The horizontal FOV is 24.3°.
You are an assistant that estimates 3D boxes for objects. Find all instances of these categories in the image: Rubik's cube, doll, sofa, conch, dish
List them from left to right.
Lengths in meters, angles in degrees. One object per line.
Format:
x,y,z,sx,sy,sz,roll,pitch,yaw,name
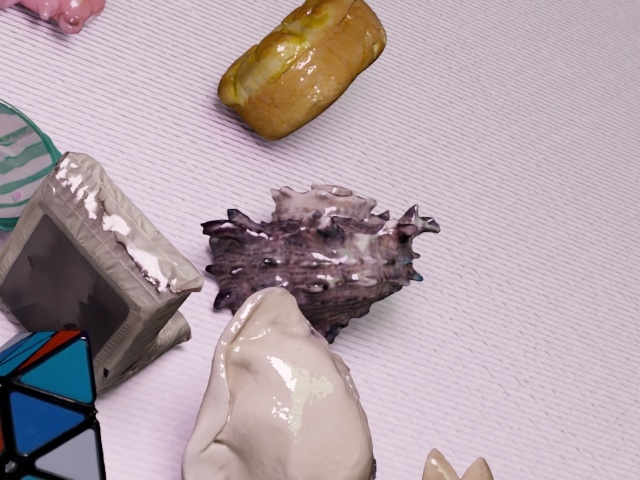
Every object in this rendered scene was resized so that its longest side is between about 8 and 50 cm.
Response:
-0.405,-0.090,1.684,0.224,0.078,0.246,-6,58,-42,dish
-0.297,0.133,1.506,0.284,0.250,0.234,19,24,-18,Rubik's cube
-0.364,-0.378,1.978,0.211,0.093,0.262,-11,61,-41,doll
-0.218,0.025,1.614,0.210,0.225,0.176,46,43,10,sofa
-0.006,0.003,1.858,0.313,0.186,0.241,-18,37,-28,conch

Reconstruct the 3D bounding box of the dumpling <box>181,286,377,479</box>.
-0.058,0.224,1.611,0.243,0.187,0.318,-30,99,-27,dumpling

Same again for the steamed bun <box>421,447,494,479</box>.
0.159,0.375,1.554,0.428,0.189,0.247,27,33,-21,steamed bun

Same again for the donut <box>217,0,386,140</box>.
-0.025,-0.244,2.042,0.128,0.208,0.261,50,52,-9,donut
